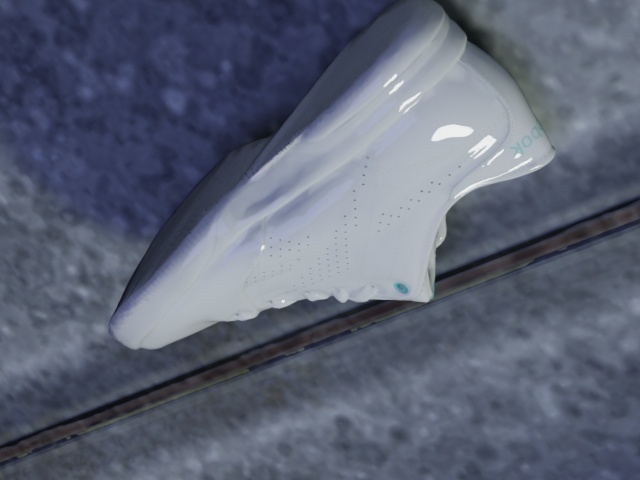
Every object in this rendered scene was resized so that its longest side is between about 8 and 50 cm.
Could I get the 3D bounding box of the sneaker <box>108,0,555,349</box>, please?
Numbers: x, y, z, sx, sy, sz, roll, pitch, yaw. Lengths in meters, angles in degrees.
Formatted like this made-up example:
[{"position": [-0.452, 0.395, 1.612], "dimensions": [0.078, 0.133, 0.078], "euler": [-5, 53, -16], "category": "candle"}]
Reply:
[{"position": [0.000, 0.000, 0.703], "dimensions": [0.094, 0.080, 0.212], "euler": [40, 128, -16], "category": "sneaker"}]
